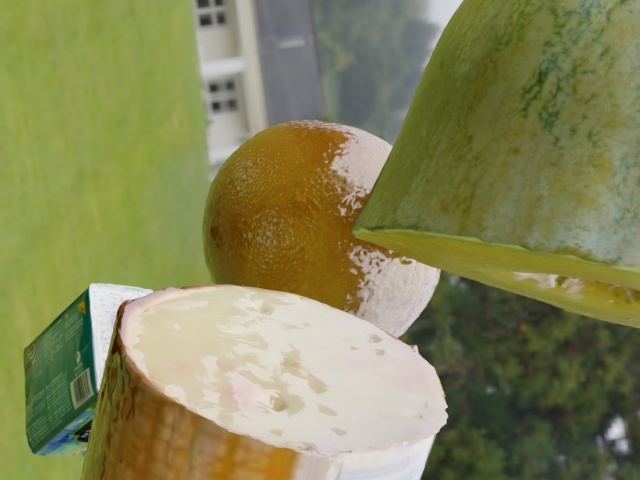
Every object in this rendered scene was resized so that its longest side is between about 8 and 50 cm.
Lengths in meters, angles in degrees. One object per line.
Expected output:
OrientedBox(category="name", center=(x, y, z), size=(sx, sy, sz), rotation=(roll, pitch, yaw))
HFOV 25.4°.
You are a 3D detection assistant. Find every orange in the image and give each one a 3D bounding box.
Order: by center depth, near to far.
OrientedBox(category="orange", center=(0.000, 0.000, 1.139), size=(0.206, 0.206, 0.206), rotation=(171, -90, -83))

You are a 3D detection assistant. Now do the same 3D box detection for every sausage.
OrientedBox(category="sausage", center=(-0.049, 0.166, 0.437), size=(0.093, 0.093, 0.312), rotation=(-111, -146, -61))

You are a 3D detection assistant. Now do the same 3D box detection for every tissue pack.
OrientedBox(category="tissue pack", center=(-0.145, 0.091, 0.969), size=(0.111, 0.079, 0.085), rotation=(-39, -129, 45))

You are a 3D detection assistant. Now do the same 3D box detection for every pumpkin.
OrientedBox(category="pumpkin", center=(0.199, -0.053, 0.902), size=(0.332, 0.332, 0.199), rotation=(152, -51, -83))
